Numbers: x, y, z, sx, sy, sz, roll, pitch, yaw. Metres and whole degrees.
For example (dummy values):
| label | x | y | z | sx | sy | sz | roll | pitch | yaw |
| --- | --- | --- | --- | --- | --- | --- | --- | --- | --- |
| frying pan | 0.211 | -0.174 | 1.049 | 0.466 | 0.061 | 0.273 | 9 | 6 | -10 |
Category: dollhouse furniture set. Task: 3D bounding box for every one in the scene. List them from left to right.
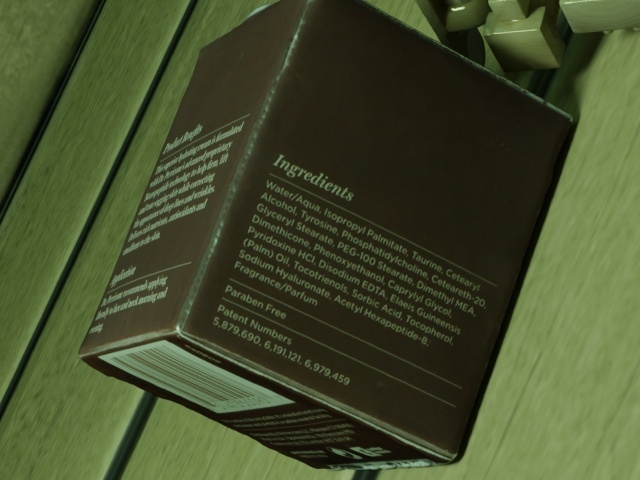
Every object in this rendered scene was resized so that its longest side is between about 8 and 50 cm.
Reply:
| label | x | y | z | sx | sy | sz | roll | pitch | yaw |
| --- | --- | --- | --- | --- | --- | --- | --- | --- | --- |
| dollhouse furniture set | 0.140 | -0.144 | 1.075 | 0.151 | 0.123 | 0.144 | -3 | 55 | 28 |

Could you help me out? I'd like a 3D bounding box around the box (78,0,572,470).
| label | x | y | z | sx | sy | sz | roll | pitch | yaw |
| --- | --- | --- | --- | --- | --- | --- | --- | --- | --- |
| box | 0.000 | 0.000 | 1.036 | 0.168 | 0.167 | 0.203 | -17 | 49 | 65 |
